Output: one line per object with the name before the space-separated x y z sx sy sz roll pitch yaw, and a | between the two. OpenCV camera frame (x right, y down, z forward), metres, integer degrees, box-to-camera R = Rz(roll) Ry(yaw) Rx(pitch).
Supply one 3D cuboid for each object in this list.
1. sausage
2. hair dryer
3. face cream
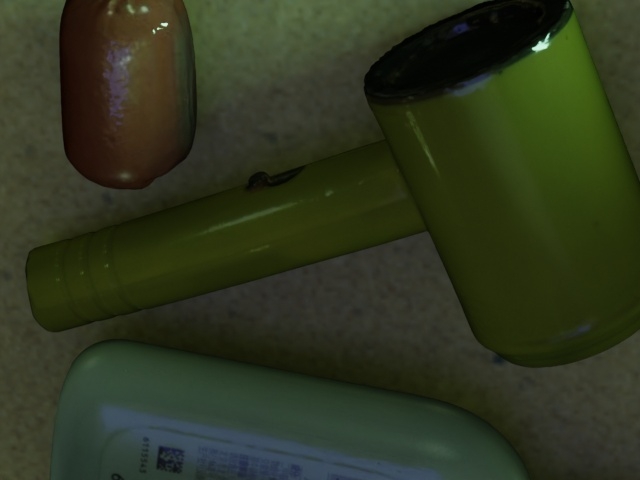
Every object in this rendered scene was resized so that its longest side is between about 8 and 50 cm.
sausage | -0.080 -0.066 0.780 0.054 0.059 0.094 1 113 3
hair dryer | 0.000 0.000 0.793 0.278 0.090 0.135 -15 114 24
face cream | 0.022 0.127 0.847 0.291 0.071 0.144 9 124 7
